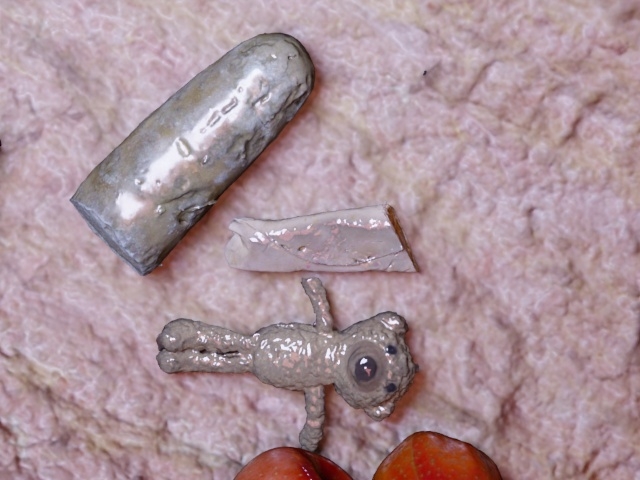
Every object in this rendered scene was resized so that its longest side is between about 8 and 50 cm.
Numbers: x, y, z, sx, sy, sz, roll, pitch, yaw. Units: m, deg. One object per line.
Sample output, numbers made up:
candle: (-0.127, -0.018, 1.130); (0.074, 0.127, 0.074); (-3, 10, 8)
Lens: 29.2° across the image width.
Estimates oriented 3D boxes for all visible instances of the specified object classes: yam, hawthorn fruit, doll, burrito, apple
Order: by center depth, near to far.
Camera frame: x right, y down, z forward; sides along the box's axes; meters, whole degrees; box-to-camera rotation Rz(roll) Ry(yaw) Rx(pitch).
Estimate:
yam: (-0.137, -0.100, 1.365); (0.330, 0.133, 0.133); (-43, 98, 7)
hawthorn fruit: (0.140, 0.314, 1.412); (0.157, 0.194, 0.157); (-2, 110, -6)
burrito: (0.000, 0.000, 1.415); (0.226, 0.060, 0.087); (-2, 107, 1)
apple: (-0.034, 0.331, 1.423); (0.181, 0.181, 0.168); (43, 95, -7)
doll: (-0.035, 0.128, 1.438); (0.286, 0.091, 0.202); (31, 92, 4)
